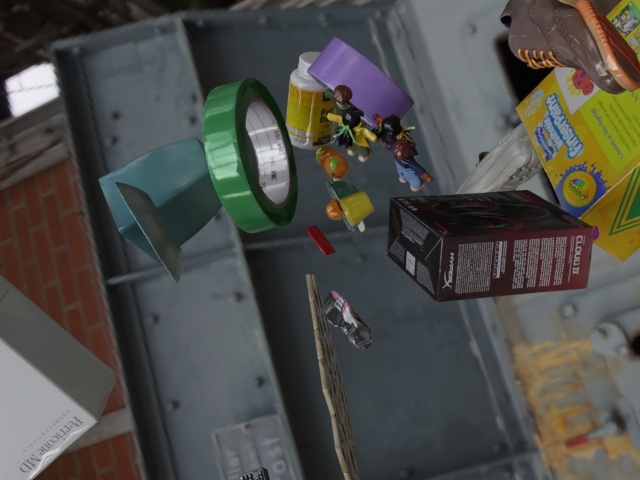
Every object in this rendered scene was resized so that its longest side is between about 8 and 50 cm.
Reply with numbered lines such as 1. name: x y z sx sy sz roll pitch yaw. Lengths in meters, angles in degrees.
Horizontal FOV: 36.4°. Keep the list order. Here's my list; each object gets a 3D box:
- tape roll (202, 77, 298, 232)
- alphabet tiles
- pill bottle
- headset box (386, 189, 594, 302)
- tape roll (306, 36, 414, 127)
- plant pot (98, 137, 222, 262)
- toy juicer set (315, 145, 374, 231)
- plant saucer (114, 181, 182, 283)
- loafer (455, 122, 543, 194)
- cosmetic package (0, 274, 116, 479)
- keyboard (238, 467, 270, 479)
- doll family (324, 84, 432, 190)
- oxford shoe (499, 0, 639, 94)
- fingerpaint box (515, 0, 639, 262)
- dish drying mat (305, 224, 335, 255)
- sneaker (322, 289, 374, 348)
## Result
1. tape roll: -0.142 -0.178 2.054 0.321 0.077 0.321 -11 -90 -71
2. alphabet tiles: 0.022 0.227 1.470 0.342 0.011 0.285 -99 -5 -48
3. pill bottle: -0.019 -0.332 2.311 0.117 0.117 0.215 -80 -3 -57
4. headset box: 0.282 0.001 1.582 0.218 0.293 0.110 -131 40 -64
5. tape roll: 0.072 -0.273 1.742 0.189 0.080 0.189 39 -176 -3
6. plant pot: -0.325 -0.105 2.132 0.165 0.234 0.165 60 -174 34
7. toy juicer set: 0.037 -0.116 2.319 0.209 0.089 0.329 61 177 5
8. plant saucer: -0.269 -0.021 1.588 0.195 0.037 0.195 58 174 9
9. loafer: 0.405 -0.154 2.276 0.112 0.319 0.111 4 -120 -31
10. cosmetic package: -0.602 0.192 1.666 0.453 0.230 0.161 44 -164 -15
11. keyboard: -0.150 0.626 2.250 0.023 0.108 0.180 14 -123 -59
12. doll family: 0.075 -0.137 1.289 0.076 0.193 0.111 -58 -19 -15
13. oxford shoe: 0.365 -0.291 1.449 0.130 0.133 0.363 40 -159 -26
14. fingerpaint box: 0.610 -0.239 1.901 0.163 0.371 0.445 31 -152 -25
15. dish drying mat: 0.000 0.000 2.226 0.032 0.008 0.083 -17 -121 -36
16. sneaker: 0.073 0.211 2.543 0.178 0.072 0.077 54 -169 13
